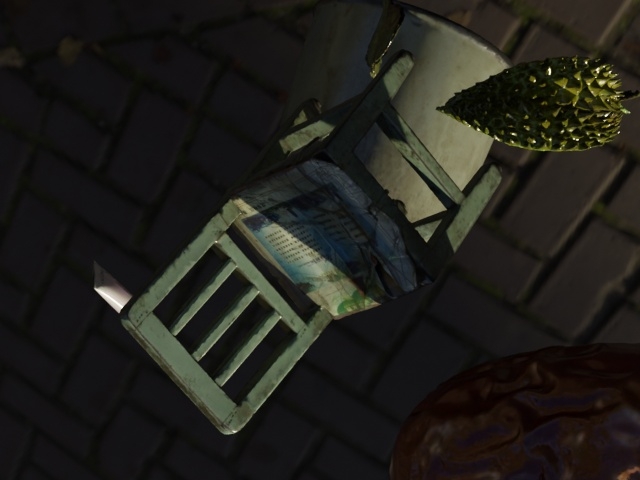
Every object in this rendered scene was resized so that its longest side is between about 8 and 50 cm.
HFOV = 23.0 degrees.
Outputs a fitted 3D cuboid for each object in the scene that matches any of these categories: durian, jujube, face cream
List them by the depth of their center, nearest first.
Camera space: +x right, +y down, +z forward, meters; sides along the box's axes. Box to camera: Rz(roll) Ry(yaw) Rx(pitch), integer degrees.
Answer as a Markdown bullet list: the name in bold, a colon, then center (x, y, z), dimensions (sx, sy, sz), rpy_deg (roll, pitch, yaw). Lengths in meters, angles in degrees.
- **jujube**: center (0.170, 0.155, 1.067), dimensions (0.250, 0.174, 0.174), rpy_deg (-12, 116, 33)
- **durian**: center (0.221, -0.129, 1.465), dimensions (0.215, 0.100, 0.086), rpy_deg (-3, 97, -18)
- **face cream**: center (-0.192, 0.064, 1.552), dimensions (0.020, 0.038, 0.115), rpy_deg (-27, 132, 18)

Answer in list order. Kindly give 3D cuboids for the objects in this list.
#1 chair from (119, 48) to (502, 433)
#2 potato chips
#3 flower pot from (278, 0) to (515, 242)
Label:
- **chair**: center (0.000, 0.000, 1.179), dimensions (0.136, 0.270, 0.147), rpy_deg (51, 143, -16)
- **potato chips**: center (0.074, -0.253, 1.824), dimensions (0.026, 0.209, 0.142), rpy_deg (9, 86, -4)
- **flower pot**: center (0.074, -0.119, 2.068), dimensions (0.293, 0.330, 0.293), rpy_deg (20, 168, 5)
